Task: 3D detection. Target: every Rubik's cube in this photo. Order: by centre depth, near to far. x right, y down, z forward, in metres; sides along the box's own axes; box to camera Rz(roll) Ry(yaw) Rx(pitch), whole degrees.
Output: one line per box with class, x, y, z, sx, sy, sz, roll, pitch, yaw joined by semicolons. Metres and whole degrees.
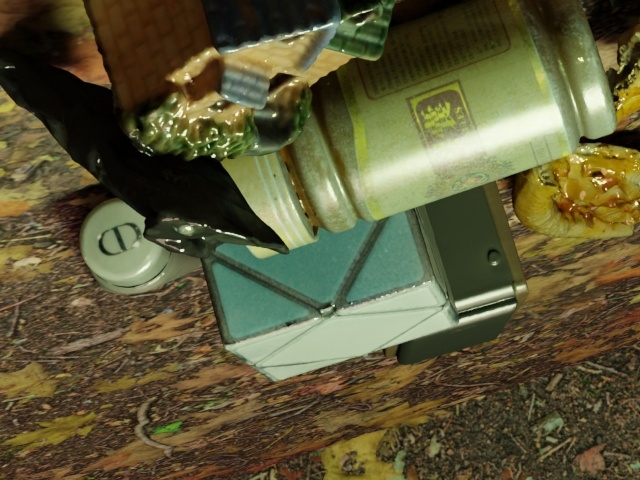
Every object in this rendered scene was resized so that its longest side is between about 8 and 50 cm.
Rubik's cube;0.000;0.000;1.573;0.205;0.205;0.207;-18;165;5

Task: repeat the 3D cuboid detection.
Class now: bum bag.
bum bag;-0.131;-0.062;1.178;0.137;0.310;0.074;28;99;-44

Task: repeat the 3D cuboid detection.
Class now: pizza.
pizza;0.313;-0.170;1.471;0.189;0.071;0.297;-32;175;34
pizza;0.320;-0.055;1.935;0.182;0.073;0.365;-12;166;16

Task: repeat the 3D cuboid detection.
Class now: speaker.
speaker;0.120;0.019;1.794;0.153;0.192;0.231;-17;168;-3

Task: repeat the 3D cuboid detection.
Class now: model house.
model house;-0.037;-0.159;1.106;0.172;0.166;0.183;-31;160;28

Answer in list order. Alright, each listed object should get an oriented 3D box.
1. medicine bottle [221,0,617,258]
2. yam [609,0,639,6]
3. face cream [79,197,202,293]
medicine bottle;0.075;-0.105;1.394;0.323;0.151;0.151;-19;164;7
yam;0.307;-0.224;1.478;0.107;0.014;0.014;-13;163;-11
face cream;-0.180;0.018;1.688;0.143;0.089;0.314;-17;172;-1
